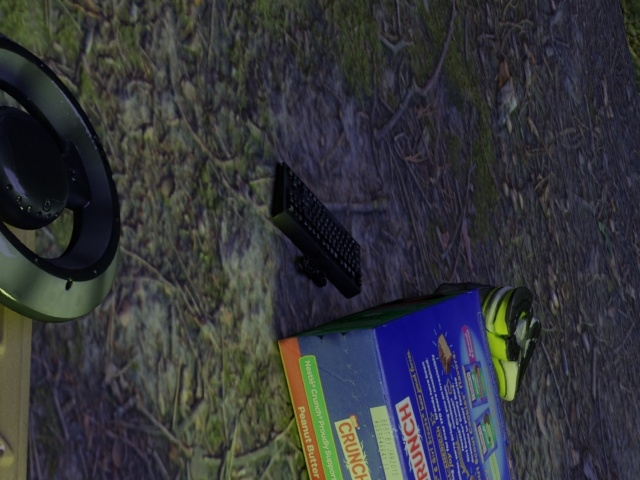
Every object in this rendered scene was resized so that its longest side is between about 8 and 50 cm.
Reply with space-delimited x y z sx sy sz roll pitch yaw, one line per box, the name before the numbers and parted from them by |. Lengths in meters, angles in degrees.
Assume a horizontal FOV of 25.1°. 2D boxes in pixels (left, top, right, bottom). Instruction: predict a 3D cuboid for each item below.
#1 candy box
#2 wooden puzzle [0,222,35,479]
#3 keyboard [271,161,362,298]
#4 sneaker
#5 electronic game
candy box | 0.098 0.206 1.592 0.317 0.122 0.268 -12 90 -65
wooden puzzle | -0.307 0.058 0.909 0.322 0.080 0.348 32 46 -56
keyboard | 0.000 0.000 1.601 0.180 0.023 0.108 46 40 -45
sneaker | 0.214 0.120 1.878 0.111 0.121 0.300 -65 160 -19
electronic game | -0.216 -0.050 1.016 0.229 0.048 0.229 50 27 -37
